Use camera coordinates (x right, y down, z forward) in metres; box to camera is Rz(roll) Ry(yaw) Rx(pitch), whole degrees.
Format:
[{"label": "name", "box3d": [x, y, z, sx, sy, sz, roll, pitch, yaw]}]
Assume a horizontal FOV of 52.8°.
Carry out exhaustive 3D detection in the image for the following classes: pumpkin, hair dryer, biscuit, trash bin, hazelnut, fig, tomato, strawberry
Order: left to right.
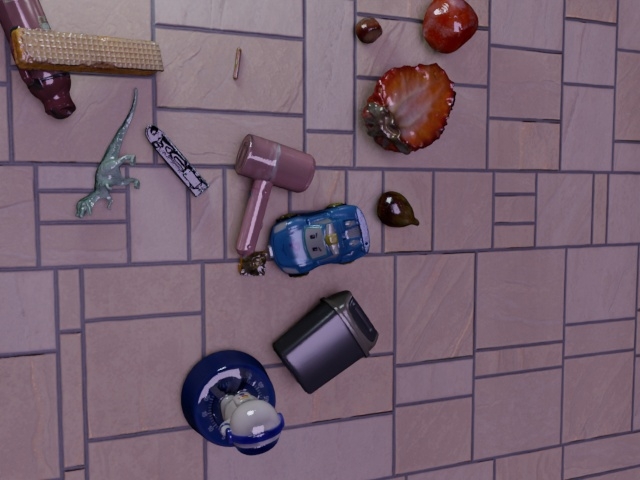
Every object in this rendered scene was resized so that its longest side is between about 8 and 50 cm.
[{"label": "biscuit", "box3d": [-0.584, -0.477, 1.644, 0.378, 0.054, 0.094, -11, 92, -44]}, {"label": "pumpkin", "box3d": [-0.199, 0.068, 1.914, 0.083, 0.054, 0.074, 3, 98, -26]}, {"label": "hair dryer", "box3d": [-0.161, -0.111, 1.879, 0.210, 0.125, 0.353, 16, 89, -24]}, {"label": "trash bin", "box3d": [0.019, 0.305, 1.957, 0.290, 0.182, 0.209, -37, 108, -10]}, {"label": "hazelnut", "box3d": [0.150, -0.652, 1.993, 0.086, 0.086, 0.086, -2, 95, -22]}, {"label": "fig", "box3d": [0.254, -0.090, 2.061, 0.154, 0.103, 0.109, 21, 108, -14]}, {"label": "strawberry", "box3d": [0.277, -0.418, 2.033, 0.336, 0.149, 0.265, -42, 101, -25]}, {"label": "tomato", "box3d": [0.409, -0.693, 2.055, 0.187, 0.151, 0.187, -2, 96, -17]}]

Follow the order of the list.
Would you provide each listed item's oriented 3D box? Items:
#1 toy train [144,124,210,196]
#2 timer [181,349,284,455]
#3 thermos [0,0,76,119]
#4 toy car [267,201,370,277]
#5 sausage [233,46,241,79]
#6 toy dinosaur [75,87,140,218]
[{"label": "toy train", "box3d": [-0.407, -0.225, 1.808, 0.052, 0.051, 0.234, -44, 105, -14]}, {"label": "timer", "box3d": [-0.217, 0.471, 1.758, 0.270, 0.383, 0.270, -2, 95, -22]}, {"label": "thermos", "box3d": [-0.710, -0.466, 1.619, 0.109, 0.136, 0.330, -23, 102, -15]}, {"label": "toy car", "box3d": [0.000, 0.000, 1.934, 0.314, 0.166, 0.198, -13, 95, -20]}, {"label": "sausage", "box3d": [-0.241, -0.513, 1.873, 0.015, 0.015, 0.100, 8, 91, -23]}, {"label": "toy dinosaur", "box3d": [-0.527, -0.214, 1.743, 0.129, 0.076, 0.383, 25, 77, 2]}]
